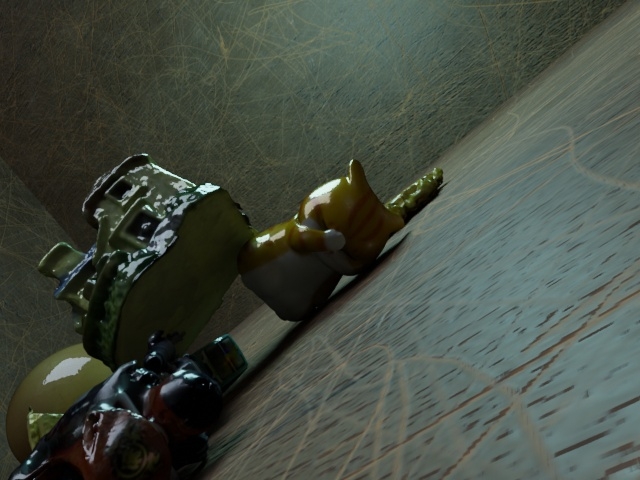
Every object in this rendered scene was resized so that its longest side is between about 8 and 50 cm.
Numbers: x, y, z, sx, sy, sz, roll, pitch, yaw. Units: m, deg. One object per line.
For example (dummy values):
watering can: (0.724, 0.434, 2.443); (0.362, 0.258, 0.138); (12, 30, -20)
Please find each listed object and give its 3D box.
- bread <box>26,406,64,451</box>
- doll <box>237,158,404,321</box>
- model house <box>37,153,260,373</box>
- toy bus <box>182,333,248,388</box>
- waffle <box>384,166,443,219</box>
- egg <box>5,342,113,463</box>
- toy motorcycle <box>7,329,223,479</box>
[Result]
bread: (-0.420, 0.357, 0.963); (0.236, 0.199, 0.263); (-32, -3, -34)
doll: (-0.008, 0.014, 0.812); (0.269, 0.167, 0.162); (-33, 25, 21)
model house: (-0.298, 0.021, 0.793); (0.321, 0.266, 0.261); (-56, -22, -18)
toy bus: (-0.224, 0.249, 0.928); (0.109, 0.091, 0.261); (-33, -3, -37)
waffle: (0.144, -0.049, 1.075); (0.291, 0.051, 0.291); (-38, -1, -1)
egg: (-0.570, 0.401, 1.210); (0.373, 0.301, 0.301); (-38, 1, 9)
toy motorcycle: (-0.186, 0.188, 0.544); (0.207, 0.134, 0.401); (-40, 2, -2)
